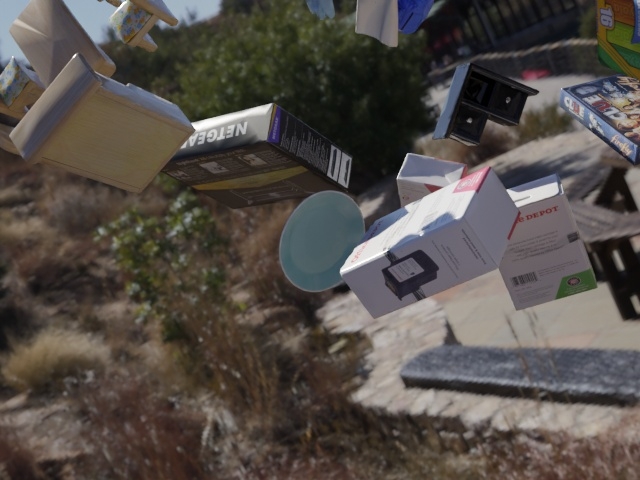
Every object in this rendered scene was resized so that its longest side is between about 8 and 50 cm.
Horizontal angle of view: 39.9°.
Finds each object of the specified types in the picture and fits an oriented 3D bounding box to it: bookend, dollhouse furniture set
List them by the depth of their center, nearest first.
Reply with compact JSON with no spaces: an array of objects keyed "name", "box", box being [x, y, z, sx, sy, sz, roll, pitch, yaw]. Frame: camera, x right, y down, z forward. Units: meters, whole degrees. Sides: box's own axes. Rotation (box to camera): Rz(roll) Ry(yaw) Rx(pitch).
[{"name":"dollhouse furniture set","box":[-0.432,-0.289,1.484,0.362,0.394,0.256,-45,-26,14]},{"name":"bookend","box":[0.325,-0.248,1.742,0.072,0.156,0.157,-159,89,-77]}]

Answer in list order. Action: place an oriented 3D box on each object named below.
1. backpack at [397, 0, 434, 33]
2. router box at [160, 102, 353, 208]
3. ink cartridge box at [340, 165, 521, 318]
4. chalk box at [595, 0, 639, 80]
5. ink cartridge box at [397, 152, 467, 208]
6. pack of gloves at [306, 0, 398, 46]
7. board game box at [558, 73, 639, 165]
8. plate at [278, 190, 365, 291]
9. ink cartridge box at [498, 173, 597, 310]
[{"name":"backpack","box":[0.144,-0.445,1.664,0.101,0.120,0.098,-61,7,-24]},{"name":"router box","box":[-0.133,-0.152,1.699,0.309,0.081,0.243,-6,-23,37]},{"name":"ink cartridge box","box":[0.170,0.005,1.363,0.237,0.100,0.172,-26,16,36]},{"name":"chalk box","box":[0.564,-0.329,1.298,0.179,0.180,0.289,-20,29,-12]},{"name":"ink cartridge box","box":[0.215,-0.069,1.656,0.115,0.198,0.067,13,60,19]},{"name":"pack of gloves","box":[0.028,-0.417,1.345,0.195,0.232,0.046,26,51,28]},{"name":"board game box","box":[0.595,-0.238,1.684,0.165,0.042,0.243,-16,40,-15]},{"name":"plate","box":[0.000,0.000,1.578,0.188,0.188,0.024,-31,31,-24]},{"name":"ink cartridge box","box":[0.404,0.004,1.646,0.160,0.219,0.092,-18,27,18]}]
